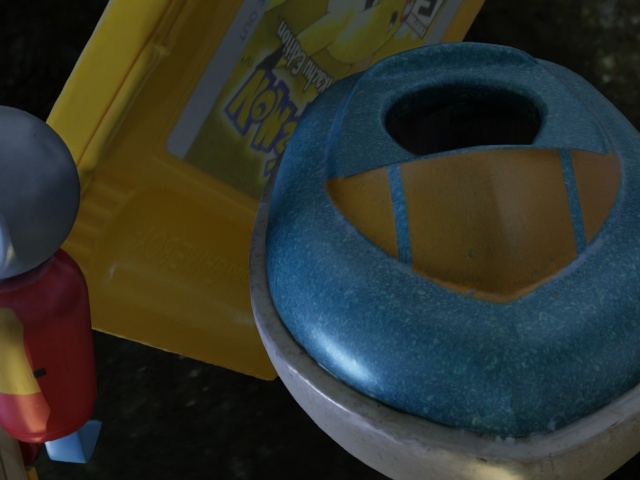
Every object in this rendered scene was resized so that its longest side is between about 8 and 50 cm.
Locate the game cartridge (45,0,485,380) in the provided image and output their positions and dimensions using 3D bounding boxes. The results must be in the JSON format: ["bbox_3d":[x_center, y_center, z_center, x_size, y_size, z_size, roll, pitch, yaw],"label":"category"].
[{"bbox_3d":[-0.017,-0.087,0.752,0.052,0.285,0.324,27,-90,26],"label":"game cartridge"}]

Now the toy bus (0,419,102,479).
[{"bbox_3d":[-0.224,0.188,0.838,0.104,0.191,0.202,0,-113,22],"label":"toy bus"}]

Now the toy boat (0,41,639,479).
[{"bbox_3d":[0.000,0.000,0.571,0.318,0.267,0.148,-7,-56,-4],"label":"toy boat"}]
